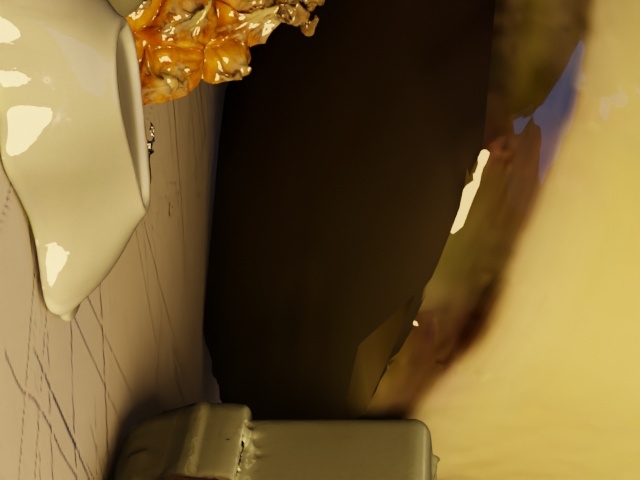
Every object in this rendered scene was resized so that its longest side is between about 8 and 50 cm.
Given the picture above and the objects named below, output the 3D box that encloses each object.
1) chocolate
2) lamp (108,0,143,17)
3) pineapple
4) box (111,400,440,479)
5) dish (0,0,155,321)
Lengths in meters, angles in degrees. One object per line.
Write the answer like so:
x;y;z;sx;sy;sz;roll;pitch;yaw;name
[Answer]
0.121;-0.023;0.879;0.314;0.297;0.326;-40;-135;55;chocolate
-0.065;-0.160;0.697;0.091;0.091;0.163;66;38;-73;lamp
-0.043;-0.110;0.788;0.077;0.114;0.114;137;-44;-74;pineapple
-0.018;0.164;0.670;0.210;0.129;0.148;-84;170;-61;box
-0.080;-0.039;0.625;0.091;0.039;0.137;-78;162;-69;dish
